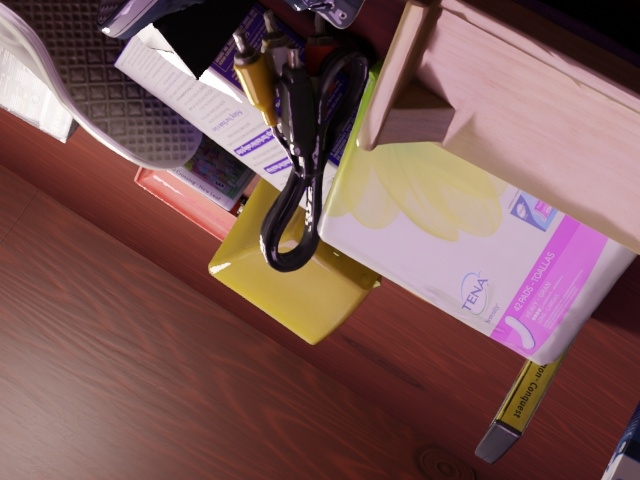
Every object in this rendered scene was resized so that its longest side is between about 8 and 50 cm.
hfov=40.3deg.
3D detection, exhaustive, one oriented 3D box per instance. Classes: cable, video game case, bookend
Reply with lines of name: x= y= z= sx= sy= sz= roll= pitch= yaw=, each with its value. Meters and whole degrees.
cable: x=-0.018 y=-0.106 z=0.943 sx=0.072 sy=0.139 sz=0.287 roll=49 pitch=148 yaw=48
video game case: x=0.276 y=0.151 z=1.085 sx=0.035 sy=0.248 sz=0.275 roll=29 pitch=165 yaw=15
video game case: x=-0.186 y=-0.139 z=1.294 sx=0.193 sy=0.023 sz=0.212 roll=33 pitch=-156 yaw=-5
bookend: x=-0.142 y=-0.248 z=0.838 sx=0.156 sy=0.157 sz=0.072 roll=20 pitch=160 yaw=37

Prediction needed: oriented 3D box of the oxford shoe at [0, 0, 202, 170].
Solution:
oxford shoe: x=-0.334 y=-0.269 z=1.150 sx=0.449 sy=0.169 sz=0.130 roll=43 pitch=160 yaw=-11

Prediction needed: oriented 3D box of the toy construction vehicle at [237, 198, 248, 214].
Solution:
toy construction vehicle: x=-0.107 y=-0.055 z=1.630 sx=0.086 sy=0.035 sz=0.098 roll=-3 pitch=146 yaw=48

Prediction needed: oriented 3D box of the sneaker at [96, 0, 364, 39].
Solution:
sneaker: x=-0.060 y=-0.211 z=0.724 sx=0.163 sy=0.226 sz=0.086 roll=39 pitch=-159 yaw=-39

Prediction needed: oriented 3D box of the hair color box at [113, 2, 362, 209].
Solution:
hair color box: x=-0.065 y=-0.166 z=1.042 sx=0.339 sy=0.110 sz=0.185 roll=38 pitch=162 yaw=-16

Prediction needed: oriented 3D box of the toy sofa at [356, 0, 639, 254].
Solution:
toy sofa: x=0.228 y=-0.091 z=0.680 sx=0.362 sy=0.177 sz=0.150 roll=30 pitch=140 yaw=8

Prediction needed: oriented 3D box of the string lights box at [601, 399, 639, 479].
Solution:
string lights box: x=0.388 y=0.184 z=0.945 sx=0.077 sy=0.259 sz=0.133 roll=27 pitch=165 yaw=19

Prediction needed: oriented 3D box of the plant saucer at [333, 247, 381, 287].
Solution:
plant saucer: x=0.025 y=0.014 z=1.516 sx=0.188 sy=0.045 sz=0.188 roll=35 pitch=171 yaw=-1

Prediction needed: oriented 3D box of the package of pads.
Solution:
package of pads: x=0.158 y=-0.030 z=0.870 sx=0.296 sy=0.101 sz=0.229 roll=30 pitch=134 yaw=10

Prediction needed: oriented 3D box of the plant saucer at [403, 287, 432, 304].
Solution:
plant saucer: x=0.175 y=0.059 z=1.409 sx=0.200 sy=0.037 sz=0.200 roll=30 pitch=166 yaw=9

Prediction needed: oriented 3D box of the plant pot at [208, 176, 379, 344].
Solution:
plant pot: x=0.000 y=0.000 z=1.289 sx=0.212 sy=0.212 sz=0.187 roll=37 pitch=151 yaw=-16

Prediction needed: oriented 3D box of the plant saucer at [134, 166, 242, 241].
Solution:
plant saucer: x=-0.248 y=-0.088 z=1.769 sx=0.259 sy=0.047 sz=0.258 roll=34 pitch=165 yaw=-10

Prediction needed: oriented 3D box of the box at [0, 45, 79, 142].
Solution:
box: x=-0.443 y=-0.278 z=1.351 sx=0.183 sy=0.056 sz=0.231 roll=29 pitch=141 yaw=-7
